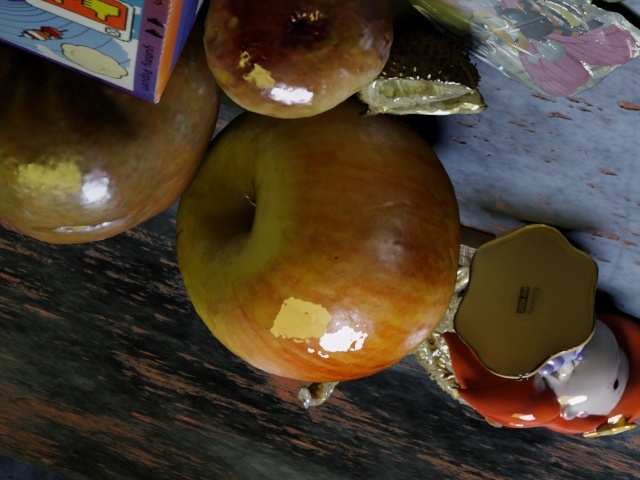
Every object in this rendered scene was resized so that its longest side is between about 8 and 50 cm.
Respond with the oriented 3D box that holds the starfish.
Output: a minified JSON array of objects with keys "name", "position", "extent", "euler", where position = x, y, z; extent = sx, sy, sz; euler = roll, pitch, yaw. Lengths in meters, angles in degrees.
[{"name":"starfish","position":[0.121,0.118,2.274],"extent":[0.327,0.094,0.375],"euler":[-24,134,30]}]

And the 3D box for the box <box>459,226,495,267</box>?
[{"name":"box","position":[0.143,0.004,2.089],"extent":[0.083,0.024,0.053],"euler":[18,158,13]}]

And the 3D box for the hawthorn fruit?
[{"name":"hawthorn fruit","position":[-0.218,-0.125,1.813],"extent":[0.268,0.267,0.301],"euler":[18,164,9]}]

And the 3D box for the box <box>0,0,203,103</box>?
[{"name":"box","position":[-0.218,-0.309,1.383],"extent":[0.349,0.257,0.318],"euler":[23,160,-2]}]

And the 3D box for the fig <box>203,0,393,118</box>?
[{"name":"fig","position":[-0.018,-0.177,1.700],"extent":[0.159,0.159,0.257],"euler":[21,178,2]}]

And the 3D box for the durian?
[{"name":"durian","position":[0.083,-0.145,1.731],"extent":[0.110,0.071,0.140],"euler":[27,153,-36]}]

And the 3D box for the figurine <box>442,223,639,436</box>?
[{"name":"figurine","position":[0.235,0.111,2.072],"extent":[0.181,0.208,0.257],"euler":[61,-176,36]}]

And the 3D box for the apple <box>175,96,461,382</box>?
[{"name":"apple","position":[0.000,0.000,1.881],"extent":[0.233,0.286,0.286],"euler":[17,166,-39]}]

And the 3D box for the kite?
[{"name":"kite","position":[0.211,-0.189,1.578],"extent":[0.204,0.022,0.360],"euler":[32,157,-25]}]
